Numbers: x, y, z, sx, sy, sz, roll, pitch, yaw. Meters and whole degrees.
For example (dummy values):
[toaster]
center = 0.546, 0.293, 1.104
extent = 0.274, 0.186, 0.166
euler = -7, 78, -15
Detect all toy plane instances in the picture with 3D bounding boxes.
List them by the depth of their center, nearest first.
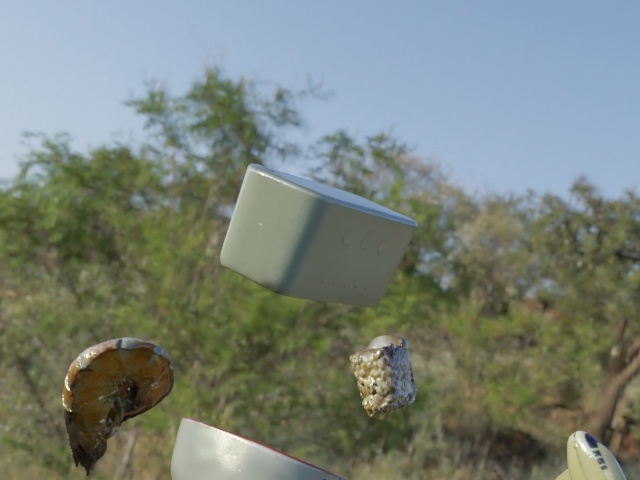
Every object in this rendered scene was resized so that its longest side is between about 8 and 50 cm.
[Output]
[toy plane]
center = 0.366, 0.358, 1.417
extent = 0.242, 0.104, 0.256
euler = -7, 57, -43

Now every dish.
[dish]
center = -0.080, 0.326, 1.486
extent = 0.256, 0.117, 0.256
euler = 21, -12, 5

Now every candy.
[candy]
center = 0.091, 0.193, 1.646
extent = 0.085, 0.110, 0.095
euler = -20, -4, 39

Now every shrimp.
[shrimp]
center = -0.305, 0.247, 1.727
extent = 0.164, 0.062, 0.317
euler = -1, -43, -20

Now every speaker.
[speaker]
center = 0.000, 0.000, 2.063
extent = 0.183, 0.184, 0.406
euler = 24, 6, 30
